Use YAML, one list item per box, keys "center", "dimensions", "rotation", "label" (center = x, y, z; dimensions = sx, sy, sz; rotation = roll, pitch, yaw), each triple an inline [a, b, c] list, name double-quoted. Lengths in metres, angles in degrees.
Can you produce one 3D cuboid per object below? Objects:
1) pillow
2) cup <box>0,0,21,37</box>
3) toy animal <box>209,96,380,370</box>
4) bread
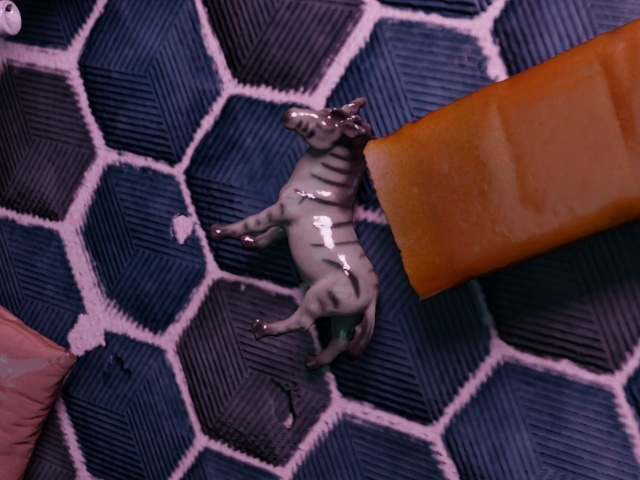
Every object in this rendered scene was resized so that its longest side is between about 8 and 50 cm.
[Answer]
- center: [-0.380, 0.162, 1.121]
  dimensions: [0.223, 0.084, 0.236]
  rotation: [30, 111, 21]
  label: "pillow"
- center: [-0.288, -0.322, 0.976]
  dimensions: [0.173, 0.167, 0.299]
  rotation: [-6, 68, 18]
  label: "cup"
- center: [0.002, -0.002, 0.897]
  dimensions: [0.176, 0.073, 0.216]
  rotation: [-26, 87, 29]
  label: "toy animal"
- center: [0.214, -0.076, 0.767]
  dimensions: [0.361, 0.077, 0.138]
  rotation: [-22, 84, 29]
  label: "bread"
